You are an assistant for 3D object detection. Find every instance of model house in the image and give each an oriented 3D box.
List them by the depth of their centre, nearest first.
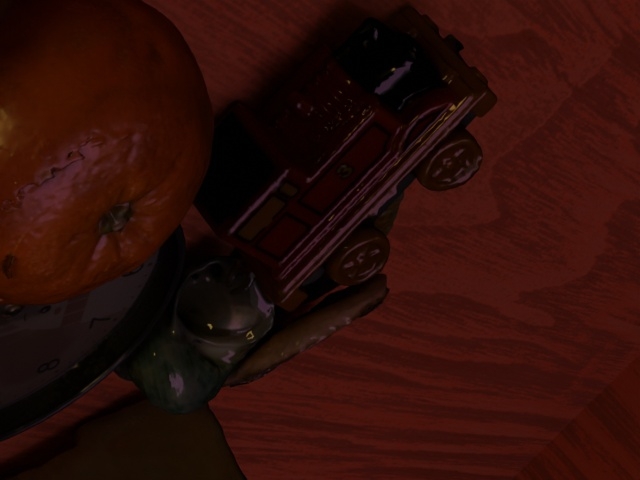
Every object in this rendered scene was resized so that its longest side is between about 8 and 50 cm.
[{"bbox_3d":[-0.254,0.435,2.004,0.382,0.334,0.342,-18,146,-19],"label":"model house"}]

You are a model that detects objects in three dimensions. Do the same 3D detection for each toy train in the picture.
[{"bbox_3d":[0.005,-0.085,1.718,0.369,0.163,0.231,-46,145,12],"label":"toy train"}]

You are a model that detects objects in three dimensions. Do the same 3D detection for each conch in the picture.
[{"bbox_3d":[-0.150,0.107,1.849,0.188,0.122,0.176,-29,133,-27],"label":"conch"}]

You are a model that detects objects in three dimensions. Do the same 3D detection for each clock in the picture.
[{"bbox_3d":[-0.306,0.066,1.622,0.386,0.076,0.386,-31,153,-18],"label":"clock"}]

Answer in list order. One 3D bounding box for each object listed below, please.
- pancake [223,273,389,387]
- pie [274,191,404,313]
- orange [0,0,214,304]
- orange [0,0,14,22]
[{"bbox_3d":[-0.029,0.116,1.996,0.282,0.049,0.282,-29,180,0],"label":"pancake"},{"bbox_3d":[0.000,0.000,1.954,0.240,0.054,0.240,-30,154,-16],"label":"pie"},{"bbox_3d":[-0.223,-0.082,1.328,0.284,0.226,0.284,-36,159,-16],"label":"orange"},{"bbox_3d":[-0.332,-0.202,1.084,0.334,0.196,0.262,-21,135,-21],"label":"orange"}]
